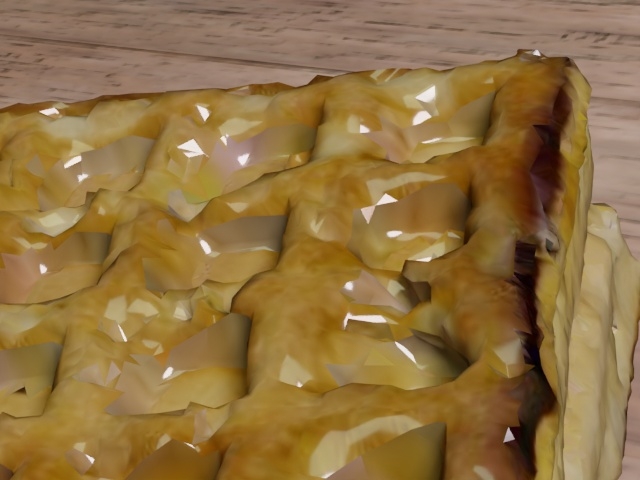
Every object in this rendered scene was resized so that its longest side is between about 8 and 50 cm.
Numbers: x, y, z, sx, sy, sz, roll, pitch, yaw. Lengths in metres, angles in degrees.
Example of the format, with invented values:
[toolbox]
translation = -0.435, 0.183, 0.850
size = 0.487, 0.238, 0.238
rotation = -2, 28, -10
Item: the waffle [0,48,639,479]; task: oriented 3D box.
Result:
[waffle]
translation = -0.078, 0.051, 0.433
size = 0.308, 0.091, 0.213
rotation = -5, 36, 16
